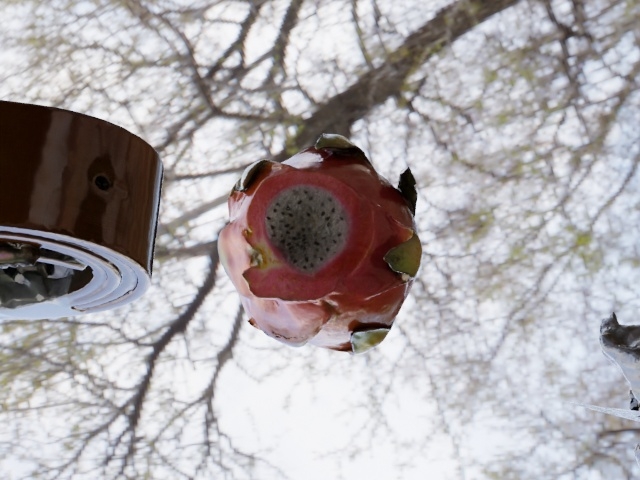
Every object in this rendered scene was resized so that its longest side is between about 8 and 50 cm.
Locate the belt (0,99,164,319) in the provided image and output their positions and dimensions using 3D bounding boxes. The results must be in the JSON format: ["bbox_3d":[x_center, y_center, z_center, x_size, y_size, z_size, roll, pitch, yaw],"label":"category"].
[{"bbox_3d":[-0.231,-0.015,0.745,0.184,0.261,0.105,57,-149,-64],"label":"belt"}]

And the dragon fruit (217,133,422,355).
[{"bbox_3d":[0.000,0.000,1.521,0.290,0.189,0.291,0,-107,-1],"label":"dragon fruit"}]

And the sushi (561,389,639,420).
[{"bbox_3d":[0.395,0.181,1.243,0.210,0.192,0.040,17,-101,-32],"label":"sushi"}]

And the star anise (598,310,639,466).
[{"bbox_3d":[0.347,0.112,0.933,0.359,0.316,0.139,51,-138,2],"label":"star anise"}]
